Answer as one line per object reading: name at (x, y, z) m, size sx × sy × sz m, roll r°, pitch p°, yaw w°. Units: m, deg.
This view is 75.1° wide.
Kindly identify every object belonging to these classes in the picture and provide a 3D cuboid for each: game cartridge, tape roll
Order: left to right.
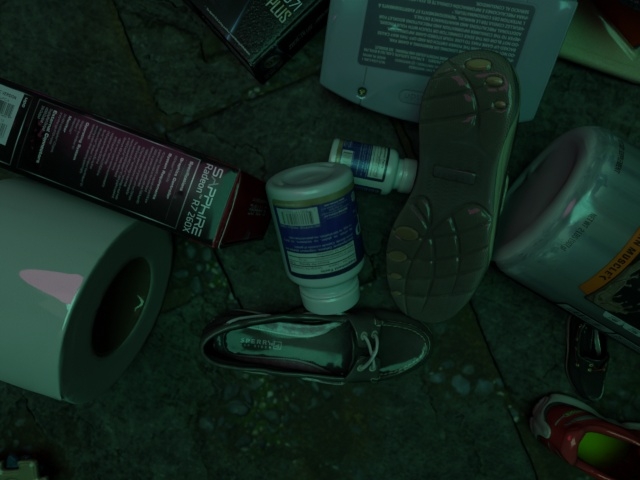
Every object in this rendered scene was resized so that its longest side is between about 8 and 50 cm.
tape roll at (-0.323, 0.059, 0.527) m, size 0.169 × 0.246 × 0.245 m, roll 18°, pitch 93°, yaw 2°
game cartridge at (0.154, -0.257, 0.550) m, size 0.298 × 0.062 × 0.197 m, roll 11°, pitch 123°, yaw 2°

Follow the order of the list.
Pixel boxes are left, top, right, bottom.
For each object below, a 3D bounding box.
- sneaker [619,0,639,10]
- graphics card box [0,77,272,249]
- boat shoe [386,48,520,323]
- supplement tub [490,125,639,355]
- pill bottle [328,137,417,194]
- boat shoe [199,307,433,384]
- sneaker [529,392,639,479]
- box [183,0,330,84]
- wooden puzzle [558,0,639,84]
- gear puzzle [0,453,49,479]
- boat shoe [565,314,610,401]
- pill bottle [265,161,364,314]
sneaker at (0.347, -0.357, 0.503) m, size 0.209 × 0.069 × 0.082 m, roll 38°, pitch 59°, yaw 5°
graphics card box at (-0.252, -0.098, 0.523) m, size 0.372 × 0.233 × 0.094 m, roll 20°, pitch 94°, yaw 3°
boat shoe at (0.186, -0.052, 0.544) m, size 0.133 × 0.130 × 0.354 m, roll 26°, pitch 120°, yaw 30°
supplement tub at (0.401, 0.027, 0.510) m, size 0.338 × 0.207 × 0.207 m, roll 30°, pitch 93°, yaw 1°
pill bottle at (0.072, -0.101, 0.590) m, size 0.120 × 0.067 × 0.066 m, roll 12°, pitch 93°, yaw 2°
boat shoe at (-0.003, 0.154, 0.588) m, size 0.336 × 0.095 × 0.112 m, roll 2°, pitch 92°, yaw 3°
sneaker at (0.431, 0.308, 0.563) m, size 0.280 × 0.118 × 0.107 m, roll 17°, pitch 93°, yaw 2°
box at (-0.095, -0.344, 0.583) m, size 0.147 × 0.077 × 0.180 m, roll -42°, pitch 90°, yaw 3°
wooden puzzle at (0.367, -0.417, 0.558) m, size 0.349 × 0.080 × 0.321 m, roll 18°, pitch 93°, yaw 2°
gear puzzle at (-0.487, 0.495, 0.655) m, size 0.176 × 0.044 × 0.338 m, roll -4°, pitch 95°, yaw 1°
boat shoe at (0.386, 0.170, 0.600) m, size 0.049 × 0.042 × 0.132 m, roll -6°, pitch 93°, yaw 1°
pill bottle at (0.000, 0.000, 0.555) m, size 0.112 × 0.112 × 0.186 m, roll -9°, pitch 116°, yaw 3°
